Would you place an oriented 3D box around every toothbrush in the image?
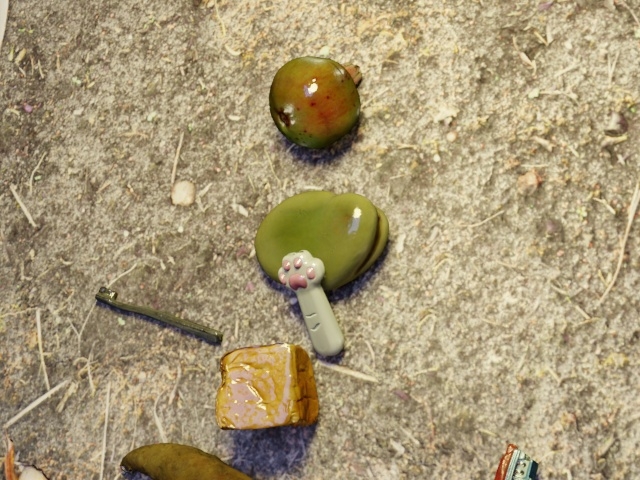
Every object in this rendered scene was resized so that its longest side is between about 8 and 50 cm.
[{"bbox_3d":[-0.314,0.144,1.786,0.297,0.030,0.030,16,70,23],"label":"toothbrush"}]

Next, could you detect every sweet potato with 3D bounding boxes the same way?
[{"bbox_3d":[-0.193,0.447,1.608,0.423,0.130,0.130,24,83,32],"label":"sweet potato"}]

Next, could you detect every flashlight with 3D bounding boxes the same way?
[{"bbox_3d":[-0.014,0.115,1.631,0.093,0.047,0.200,-13,102,36],"label":"flashlight"}]

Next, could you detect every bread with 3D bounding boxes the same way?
[{"bbox_3d":[-0.094,0.259,1.612,0.158,0.149,0.143,-6,76,18],"label":"bread"}]

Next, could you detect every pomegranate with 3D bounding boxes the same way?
[{"bbox_3d":[0.004,-0.271,1.736,0.180,0.180,0.210,33,51,24],"label":"pomegranate"}]

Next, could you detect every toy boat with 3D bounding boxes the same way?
[{"bbox_3d":[0.304,0.415,1.467,0.059,0.069,0.173,13,74,30],"label":"toy boat"}]

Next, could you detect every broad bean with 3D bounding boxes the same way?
[{"bbox_3d":[0.000,0.000,1.684,0.263,0.121,0.189,-8,78,33],"label":"broad bean"}]
